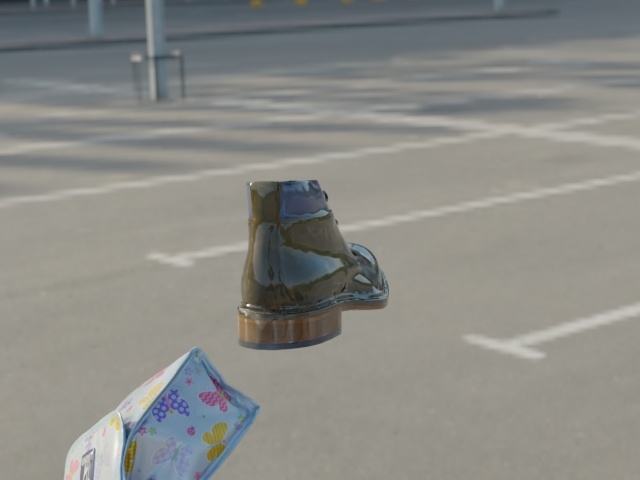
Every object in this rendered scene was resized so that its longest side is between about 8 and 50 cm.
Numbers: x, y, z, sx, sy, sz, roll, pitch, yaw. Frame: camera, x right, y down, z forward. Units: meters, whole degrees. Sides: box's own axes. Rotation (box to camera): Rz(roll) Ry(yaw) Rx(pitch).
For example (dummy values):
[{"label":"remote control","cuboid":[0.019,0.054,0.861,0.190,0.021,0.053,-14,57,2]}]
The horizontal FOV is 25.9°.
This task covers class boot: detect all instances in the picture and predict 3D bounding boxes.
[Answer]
[{"label":"boot","cuboid":[0.000,0.000,0.950,0.082,0.106,0.219,0,10,15]}]

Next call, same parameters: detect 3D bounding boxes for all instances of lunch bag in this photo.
[{"label":"lunch bag","cuboid":[-0.078,0.095,0.613,0.083,0.053,0.071,-52,10,-35]}]
